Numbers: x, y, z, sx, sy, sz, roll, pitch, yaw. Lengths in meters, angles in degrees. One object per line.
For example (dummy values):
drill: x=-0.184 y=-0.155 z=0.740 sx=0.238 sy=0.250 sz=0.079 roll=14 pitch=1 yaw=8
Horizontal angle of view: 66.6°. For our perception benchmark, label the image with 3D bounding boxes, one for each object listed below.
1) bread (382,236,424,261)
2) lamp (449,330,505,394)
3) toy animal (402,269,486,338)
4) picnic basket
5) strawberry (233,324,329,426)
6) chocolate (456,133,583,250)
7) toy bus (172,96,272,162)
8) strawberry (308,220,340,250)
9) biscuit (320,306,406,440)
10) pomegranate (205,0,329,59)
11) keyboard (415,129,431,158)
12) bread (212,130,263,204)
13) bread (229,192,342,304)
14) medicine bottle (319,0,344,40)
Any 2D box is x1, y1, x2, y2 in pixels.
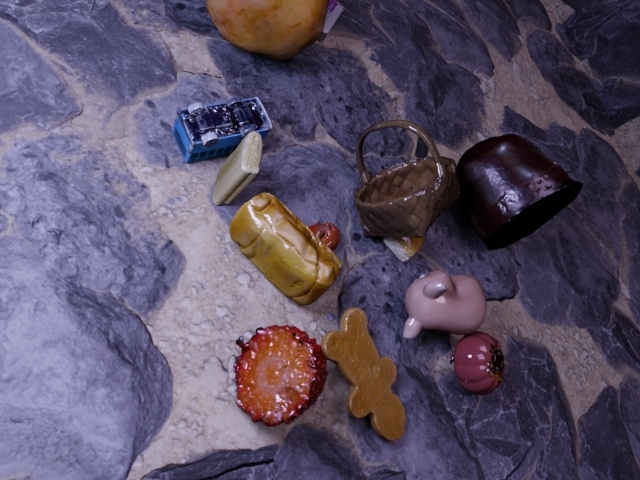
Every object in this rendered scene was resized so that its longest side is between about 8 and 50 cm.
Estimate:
bread: x=0.269 y=-0.009 z=1.522 sx=0.106 sy=0.082 sz=0.125 roll=45 pitch=48 yaw=4
lamp: x=0.455 y=0.357 z=1.424 sx=0.182 sy=0.140 sz=0.182 roll=11 pitch=73 yaw=-42
toy animal: x=0.358 y=0.171 z=1.419 sx=0.256 sy=0.195 sz=0.213 roll=12 pitch=26 yaw=-20
picnic basket: x=0.237 y=-0.204 z=1.440 sx=0.337 sy=0.293 sz=0.337 roll=0 pitch=91 yaw=-48
strawberry: x=-0.073 y=0.307 z=1.111 sx=0.178 sy=0.234 sz=0.234 roll=32 pitch=46 yaw=-53
chocolate: x=0.645 y=-0.195 z=1.719 sx=0.384 sy=0.383 sz=0.331 roll=-10 pitch=58 yaw=-36
toy bus: x=-0.262 y=-0.296 z=1.302 sx=0.234 sy=0.133 sz=0.116 roll=-19 pitch=78 yaw=-32
strawberry: x=0.002 y=-0.001 z=1.373 sx=0.104 sy=0.048 sz=0.152 roll=36 pitch=49 yaw=-7
biscuit: x=0.114 y=0.355 z=1.239 sx=0.216 sy=0.047 sz=0.339 roll=-38 pitch=100 yaw=-45
pomegranate: x=-0.166 y=-0.762 z=1.467 sx=0.411 sy=0.411 sz=0.411 roll=15 pitch=59 yaw=-26
keyboard: x=0.384 y=-0.358 z=1.824 sx=0.053 sy=0.010 sz=0.155 roll=30 pitch=53 yaw=-18
bread: x=-0.209 y=-0.181 z=1.247 sx=0.060 sy=0.178 sz=0.139 roll=25 pitch=55 yaw=-25
bread: x=-0.091 y=0.020 z=1.224 sx=0.294 sy=0.167 sz=0.132 roll=45 pitch=51 yaw=-5
medicine bottle: x=-0.021 y=-0.847 z=1.797 sx=0.171 sy=0.052 sz=0.201 roll=34 pitch=54 yaw=-14
